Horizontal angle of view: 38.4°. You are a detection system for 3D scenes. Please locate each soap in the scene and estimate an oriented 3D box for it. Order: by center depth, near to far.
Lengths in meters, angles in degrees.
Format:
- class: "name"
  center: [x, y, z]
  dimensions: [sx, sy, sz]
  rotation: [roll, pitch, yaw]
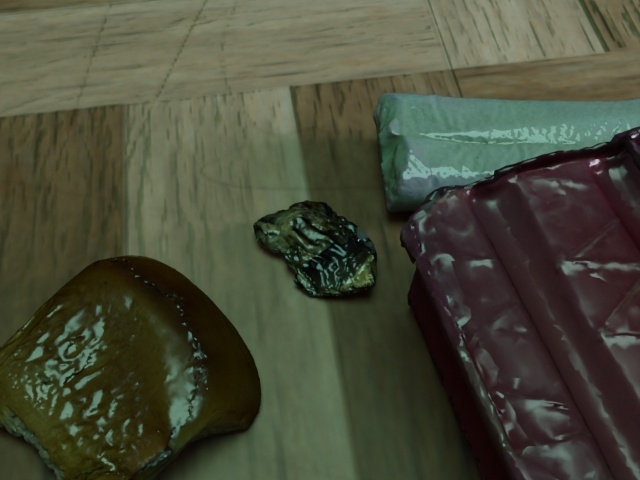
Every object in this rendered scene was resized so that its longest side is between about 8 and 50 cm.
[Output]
- class: "soap"
  center: [0.143, 0.074, 0.412]
  dimensions: [0.162, 0.099, 0.250]
  rotation: [-12, 52, -9]

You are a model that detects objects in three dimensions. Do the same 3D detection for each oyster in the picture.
- class: "oyster"
  center: [0.002, 0.002, 0.522]
  dimensions: [0.054, 0.019, 0.083]
  rotation: [-33, 58, -23]

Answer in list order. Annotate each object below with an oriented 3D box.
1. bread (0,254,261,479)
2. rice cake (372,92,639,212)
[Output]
- class: "bread"
  center: [-0.101, 0.064, 0.462]
  dimensions: [0.126, 0.044, 0.129]
  rotation: [-38, 63, -24]
- class: "rice cake"
  center: [0.142, -0.049, 0.547]
  dimensions: [0.221, 0.042, 0.080]
  rotation: [1, 56, 1]
